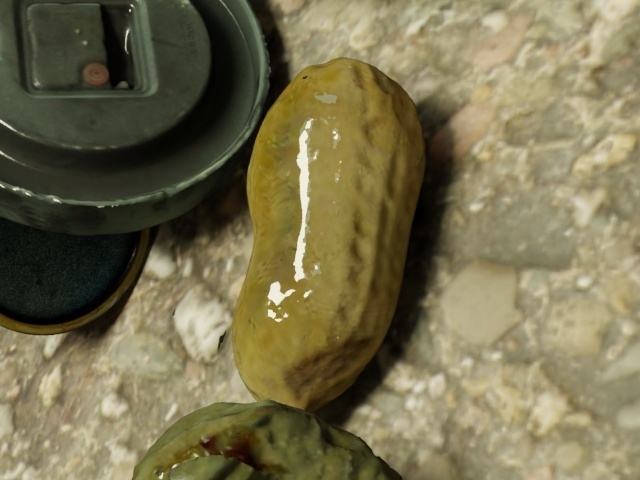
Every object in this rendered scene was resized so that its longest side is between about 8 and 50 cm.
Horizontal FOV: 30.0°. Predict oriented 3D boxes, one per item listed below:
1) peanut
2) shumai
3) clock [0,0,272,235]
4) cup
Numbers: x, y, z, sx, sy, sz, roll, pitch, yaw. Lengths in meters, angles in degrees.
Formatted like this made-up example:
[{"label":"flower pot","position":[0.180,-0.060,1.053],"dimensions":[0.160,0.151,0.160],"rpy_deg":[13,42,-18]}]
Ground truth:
[{"label":"peanut","position":[0.000,0.000,0.774],"dimensions":[0.120,0.110,0.236],"rpy_deg":[11,86,24]},{"label":"shumai","position":[-0.049,0.215,0.700],"dimensions":[0.218,0.189,0.256],"rpy_deg":[0,87,62]},{"label":"clock","position":[-0.177,-0.131,0.894],"dimensions":[0.055,0.280,0.281],"rpy_deg":[115,153,-57]},{"label":"cup","position":[-0.233,-0.052,0.995],"dimensions":[0.177,0.166,0.239],"rpy_deg":[17,67,52]}]
